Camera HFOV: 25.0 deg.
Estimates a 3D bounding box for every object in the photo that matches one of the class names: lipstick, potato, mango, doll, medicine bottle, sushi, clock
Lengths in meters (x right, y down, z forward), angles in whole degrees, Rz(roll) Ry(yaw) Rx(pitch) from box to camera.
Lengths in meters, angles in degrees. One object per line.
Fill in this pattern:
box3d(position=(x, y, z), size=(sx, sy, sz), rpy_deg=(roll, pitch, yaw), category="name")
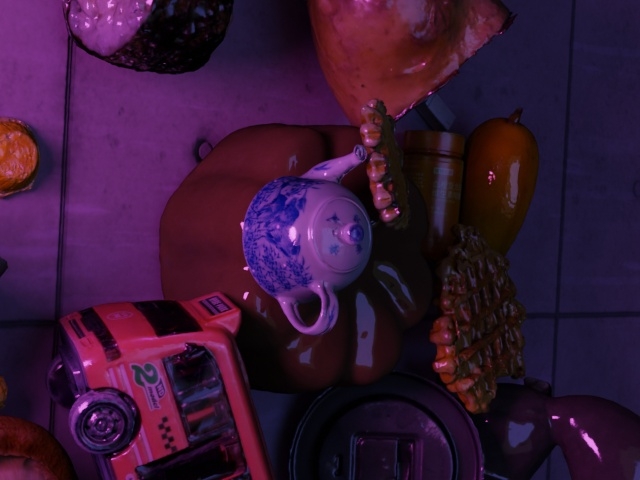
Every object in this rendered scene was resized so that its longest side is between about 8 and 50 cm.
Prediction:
box3d(position=(0.154, -0.218, 2.192), size=(0.129, 0.030, 0.030), rpy_deg=(46, 63, -30), category="lipstick")
box3d(position=(0.090, -0.323, 1.997), size=(0.301, 0.288, 0.237), rpy_deg=(-42, 102, -13), category="potato")
box3d(position=(0.258, -0.054, 2.216), size=(0.119, 0.176, 0.317), rpy_deg=(13, 103, -8), category="mango")
box3d(position=(0.292, 0.394, 2.146), size=(0.252, 0.378, 0.383), rpy_deg=(13, 88, -59), category="doll")
box3d(position=(0.163, -0.065, 2.165), size=(0.096, 0.096, 0.192), rpy_deg=(8, 88, -43), category="medicine bottle")
box3d(position=(-0.196, -0.377, 1.740), size=(0.170, 0.211, 0.350), rpy_deg=(-6, 102, -47), category="sushi")
box3d(position=(0.091, 0.320, 2.042), size=(0.280, 0.055, 0.281), rpy_deg=(0, 87, 0), category="clock")

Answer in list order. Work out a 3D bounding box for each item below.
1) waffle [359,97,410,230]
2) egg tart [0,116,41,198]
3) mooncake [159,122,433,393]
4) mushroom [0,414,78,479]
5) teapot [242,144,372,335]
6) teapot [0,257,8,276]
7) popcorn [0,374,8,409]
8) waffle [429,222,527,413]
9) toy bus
box3d(position=(0.082, -0.097, 1.822), size=(0.183, 0.036, 0.169), rpy_deg=(13, 66, -79), category="waffle")
box3d(position=(-0.368, -0.099, 1.705), size=(0.105, 0.039, 0.105), rpy_deg=(-1, 91, -44), category="egg tart")
box3d(position=(-0.020, 0.023, 1.930), size=(0.378, 0.200, 0.379), rpy_deg=(-2, 93, -43), category="mooncake")
box3d(position=(-0.393, 0.332, 1.620), size=(0.278, 0.163, 0.297), rpy_deg=(-33, 126, -52), category="mushroom")
box3d(position=(0.000, 0.000, 1.735), size=(0.159, 0.159, 0.232), rpy_deg=(20, 75, -42), category="teapot")
box3d(position=(-0.489, 0.119, 1.473), size=(0.270, 0.200, 0.337), rpy_deg=(82, 30, -72), category="teapot")
box3d(position=(-0.405, 0.191, 1.670), size=(0.084, 0.084, 0.084), rpy_deg=(-4, 95, -43), category="popcorn")
box3d(position=(0.229, 0.123, 2.076), size=(0.291, 0.051, 0.291), rpy_deg=(14, 73, -58), category="waffle")
box3d(position=(-0.170, 0.278, 1.754), size=(0.233, 0.203, 0.427), rpy_deg=(-19, 108, -15), category="toy bus")
